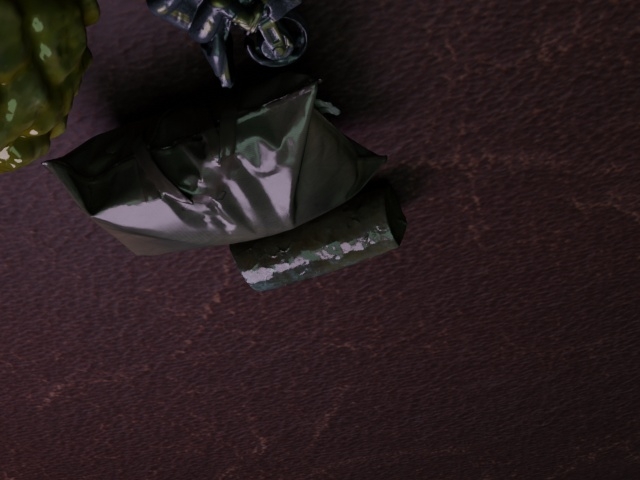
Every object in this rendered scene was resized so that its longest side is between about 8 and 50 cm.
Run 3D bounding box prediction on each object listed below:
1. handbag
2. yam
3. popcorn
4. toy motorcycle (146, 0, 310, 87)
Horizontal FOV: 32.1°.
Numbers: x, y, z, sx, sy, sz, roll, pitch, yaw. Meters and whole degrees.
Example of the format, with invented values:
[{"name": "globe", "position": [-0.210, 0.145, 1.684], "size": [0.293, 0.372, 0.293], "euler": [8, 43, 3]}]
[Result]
[{"name": "handbag", "position": [-0.094, -0.063, 0.954], "size": [0.270, 0.117, 0.182], "euler": [-17, 155, 16]}, {"name": "yam", "position": [0.000, 0.000, 1.092], "size": [0.169, 0.068, 0.068], "euler": [-16, 142, 17]}, {"name": "popcorn", "position": [-0.283, -0.147, 0.724], "size": [0.251, 0.206, 0.237], "euler": [-16, 120, -43]}, {"name": "toy motorcycle", "position": [-0.081, -0.194, 0.822], "size": [0.124, 0.061, 0.193], "euler": [-15, 137, 4]}]
